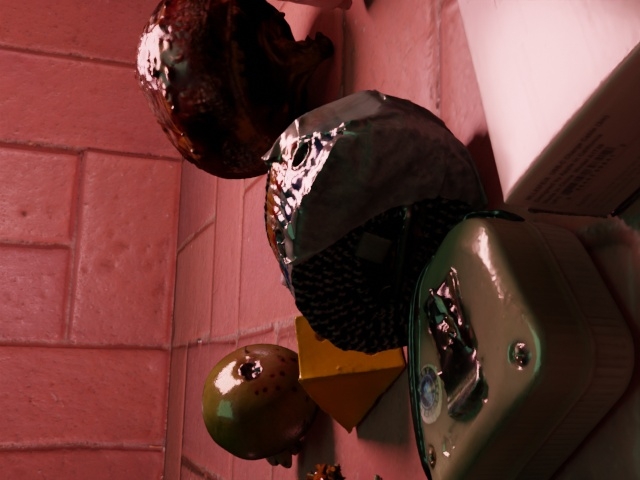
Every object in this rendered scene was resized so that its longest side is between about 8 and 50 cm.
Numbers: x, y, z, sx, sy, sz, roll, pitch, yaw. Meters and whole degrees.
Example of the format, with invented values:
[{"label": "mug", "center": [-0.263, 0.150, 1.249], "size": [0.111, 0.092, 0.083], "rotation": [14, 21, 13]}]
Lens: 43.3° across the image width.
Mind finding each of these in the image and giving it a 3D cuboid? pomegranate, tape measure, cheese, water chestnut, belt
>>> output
[{"label": "pomegranate", "center": [-0.097, 0.263, 1.230], "size": [0.179, 0.179, 0.211], "rotation": [-120, 38, -60]}, {"label": "tape measure", "center": [0.134, 0.098, 0.674], "size": [0.207, 0.115, 0.235], "rotation": [-107, 28, -43]}, {"label": "cheese", "center": [0.036, 0.170, 1.030], "size": [0.171, 0.126, 0.093], "rotation": [85, 178, -52]}, {"label": "water chestnut", "center": [-0.126, -0.281, 1.322], "size": [0.350, 0.302, 0.351], "rotation": [-9, -90, -70]}, {"label": "belt", "center": [0.050, -0.023, 0.813], "size": [0.150, 0.207, 0.258], "rotation": [-122, 33, -57]}]

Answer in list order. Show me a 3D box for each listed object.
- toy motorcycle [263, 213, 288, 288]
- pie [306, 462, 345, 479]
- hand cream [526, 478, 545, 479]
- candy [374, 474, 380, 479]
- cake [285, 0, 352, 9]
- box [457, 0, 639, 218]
[{"label": "toy motorcycle", "center": [0.000, 0.000, 1.132], "size": [0.260, 0.110, 0.171], "rotation": [109, 146, -50]}, {"label": "pie", "center": [-0.015, 0.416, 0.953], "size": [0.308, 0.085, 0.308], "rotation": [10, -90, -81]}, {"label": "hand cream", "center": [0.165, 0.349, 0.617], "size": [0.124, 0.077, 0.341], "rotation": [-159, 67, -70]}, {"label": "candy", "center": [0.059, 0.380, 0.950], "size": [0.060, 0.060, 0.201], "rotation": [137, 142, -64]}, {"label": "cake", "center": [-0.048, -0.526, 1.114], "size": [0.314, 0.293, 0.307], "rotation": [111, 159, -55]}, {"label": "box", "center": [0.196, -0.175, 0.574], "size": [0.203, 0.106, 0.252], "rotation": [120, 151, -55]}]
